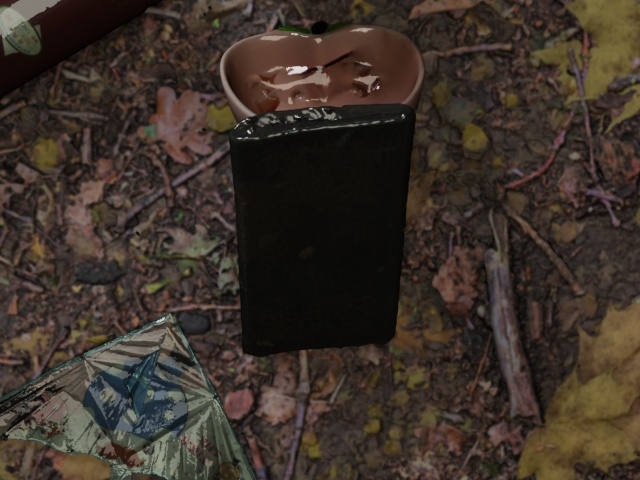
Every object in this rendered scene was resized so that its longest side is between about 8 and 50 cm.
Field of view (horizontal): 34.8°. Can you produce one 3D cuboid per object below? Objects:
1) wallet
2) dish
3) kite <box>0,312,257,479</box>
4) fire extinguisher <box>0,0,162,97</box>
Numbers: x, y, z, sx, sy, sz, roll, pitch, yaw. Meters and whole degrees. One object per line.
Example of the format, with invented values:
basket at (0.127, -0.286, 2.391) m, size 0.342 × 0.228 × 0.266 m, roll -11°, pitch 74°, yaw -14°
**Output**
wallet at (0.000, 0.000, 1.014) m, size 0.171 × 0.044 × 0.321 m, roll -8°, pitch 137°, yaw -9°
dish at (0.004, -0.139, 1.042) m, size 0.213 × 0.213 × 0.090 m, roll -7°, pitch 130°, yaw -6°
kite at (-0.213, 0.226, 1.118) m, size 0.335 × 0.011 × 0.314 m, roll 17°, pitch 95°, yaw -7°
fire extinguisher at (-0.311, -0.199, 1.002) m, size 0.337 × 0.114 × 0.135 m, roll -31°, pitch 78°, yaw -2°
